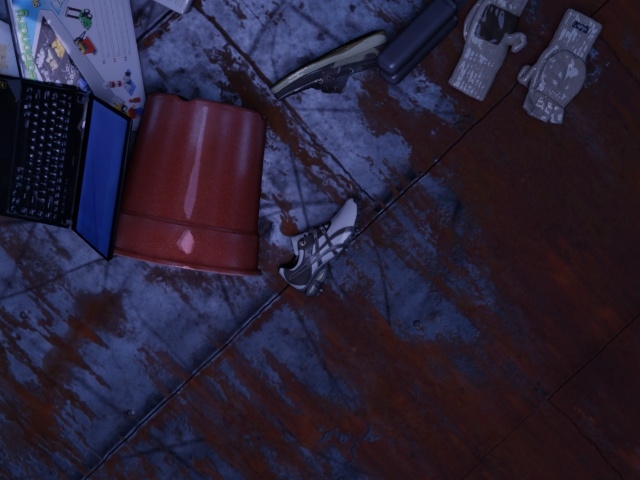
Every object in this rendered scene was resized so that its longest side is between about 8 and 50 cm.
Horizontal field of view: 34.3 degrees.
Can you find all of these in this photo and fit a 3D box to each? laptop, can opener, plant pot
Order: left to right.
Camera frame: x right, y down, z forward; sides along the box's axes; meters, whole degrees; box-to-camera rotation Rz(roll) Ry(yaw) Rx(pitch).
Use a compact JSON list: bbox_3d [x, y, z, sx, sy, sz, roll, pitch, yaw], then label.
[{"bbox_3d":[-0.427,-0.116,1.622,0.264,0.136,0.234,11,107,-3],"label":"laptop"},{"bbox_3d":[-0.208,-0.095,1.704,0.272,0.272,0.265,10,91,-9],"label":"plant pot"},{"bbox_3d":[0.187,-0.393,1.767,0.095,0.076,0.283,42,82,20],"label":"can opener"}]

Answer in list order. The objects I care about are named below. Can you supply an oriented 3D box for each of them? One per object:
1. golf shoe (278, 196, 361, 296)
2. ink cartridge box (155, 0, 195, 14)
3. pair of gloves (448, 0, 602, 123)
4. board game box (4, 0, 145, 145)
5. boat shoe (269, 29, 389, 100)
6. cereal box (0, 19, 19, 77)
[{"bbox_3d":[0.000,0.000,1.828,0.094,0.077,0.198,30,95,-11],"label":"golf shoe"},{"bbox_3d":[-0.265,-0.478,1.562,0.232,0.066,0.189,28,109,-1],"label":"ink cartridge box"},{"bbox_3d":[0.356,-0.328,1.826,0.240,0.042,0.204,17,95,-12],"label":"pair of gloves"},{"bbox_3d":[-0.399,-0.319,1.693,0.193,0.053,0.305,-13,108,-20],"label":"board game box"},{"bbox_3d":[0.023,-0.285,1.773,0.223,0.080,0.073,-28,101,-7],"label":"boat shoe"},{"bbox_3d":[-0.573,-0.292,1.714,0.240,0.047,0.173,26,94,-11],"label":"cereal box"}]
